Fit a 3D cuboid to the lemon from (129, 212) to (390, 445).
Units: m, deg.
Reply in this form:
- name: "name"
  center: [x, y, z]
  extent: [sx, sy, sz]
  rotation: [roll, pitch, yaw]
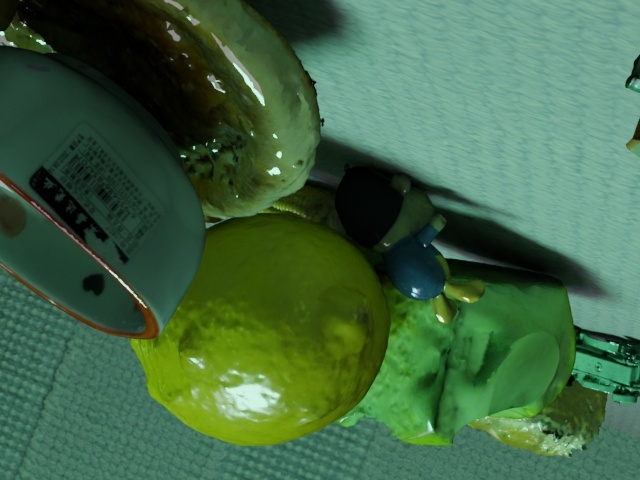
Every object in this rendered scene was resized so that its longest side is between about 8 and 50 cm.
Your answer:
- name: "lemon"
  center: [-0.055, 0.086, 1.538]
  extent: [0.233, 0.234, 0.288]
  rotation: [26, 158, -32]

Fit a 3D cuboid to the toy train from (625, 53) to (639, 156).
- name: "toy train"
  center: [0.244, -0.056, 0.806]
  extent: [0.188, 0.072, 0.099]
  rotation: [20, 179, 2]

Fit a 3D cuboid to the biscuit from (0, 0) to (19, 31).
- name: "biscuit"
  center: [-0.318, -0.204, 1.106]
  extent: [0.278, 0.043, 0.301]
  rotation: [34, 168, 5]

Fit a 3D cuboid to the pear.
- name: "pear"
  center: [0.136, 0.110, 1.702]
  extent: [0.281, 0.176, 0.286]
  rotation: [-1, -170, -45]

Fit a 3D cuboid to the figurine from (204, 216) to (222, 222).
- name: "figurine"
  center: [-0.253, -0.094, 1.546]
  extent: [0.343, 0.215, 0.187]
  rotation: [5, -149, 28]

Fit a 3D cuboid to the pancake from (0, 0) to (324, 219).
- name: "pancake"
  center: [-0.148, -0.134, 1.131]
  extent: [0.356, 0.065, 0.356]
  rotation: [35, 162, 13]

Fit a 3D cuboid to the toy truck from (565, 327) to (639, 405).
- name: "toy truck"
  center: [0.367, 0.159, 2.028]
  extent: [0.078, 0.080, 0.154]
  rotation: [2, -174, -37]

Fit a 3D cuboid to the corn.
- name: "corn"
  center: [-0.042, -0.036, 1.781]
  extent: [0.067, 0.067, 0.206]
  rotation: [28, 173, -42]

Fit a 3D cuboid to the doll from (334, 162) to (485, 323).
- name: "doll"
  center: [0.082, -0.005, 1.514]
  extent: [0.179, 0.089, 0.102]
  rotation: [49, 139, 2]

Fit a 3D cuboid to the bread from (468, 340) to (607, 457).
- name: "bread"
  center: [0.277, 0.187, 2.132]
  extent: [0.245, 0.174, 0.121]
  rotation: [24, 152, -30]

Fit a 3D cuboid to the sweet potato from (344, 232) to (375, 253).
- name: "sweet potato"
  center: [0.002, 0.001, 1.972]
  extent: [0.249, 0.059, 0.069]
  rotation: [23, -167, -40]

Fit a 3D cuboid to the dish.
- name: "dish"
  center: [-0.182, -0.047, 1.119]
  extent: [0.256, 0.117, 0.256]
  rotation: [32, 161, 13]
